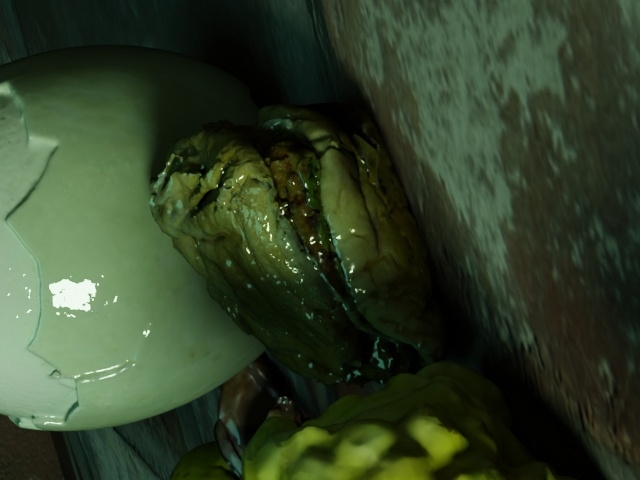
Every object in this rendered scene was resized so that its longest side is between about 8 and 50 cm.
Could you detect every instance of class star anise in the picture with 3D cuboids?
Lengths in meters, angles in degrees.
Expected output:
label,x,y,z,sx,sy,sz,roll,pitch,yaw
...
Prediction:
label,x,y,z,sx,sy,sz,roll,pitch,yaw
star anise,-0.020,0.208,1.441,0.288,0.088,0.288,160,90,-84

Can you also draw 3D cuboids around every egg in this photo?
label,x,y,z,sx,sy,sz,roll,pitch,yaw
egg,-0.182,0.003,1.316,0.278,0.336,0.278,44,144,45

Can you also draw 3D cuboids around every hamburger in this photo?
label,x,y,z,sx,sy,sz,roll,pitch,yaw
hamburger,0.000,0.000,1.153,0.206,0.130,0.183,55,161,-17

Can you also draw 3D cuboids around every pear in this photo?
label,x,y,z,sx,sy,sz,roll,pitch,yaw
pear,-0.093,0.239,1.656,0.107,0.107,0.131,63,154,18

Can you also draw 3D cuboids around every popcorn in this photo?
label,x,y,z,sx,sy,sz,roll,pitch,yaw
popcorn,0.066,0.192,1.019,0.250,0.235,0.241,-27,-75,-69
